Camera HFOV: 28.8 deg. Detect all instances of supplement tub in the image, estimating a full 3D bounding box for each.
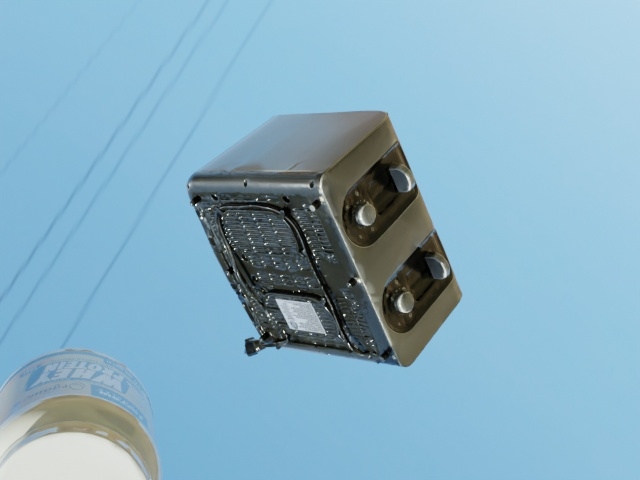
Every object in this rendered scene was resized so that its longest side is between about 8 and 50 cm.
[{"bbox_3d":[-0.204,0.181,1.026,0.144,0.144,0.199,26,-175,-15],"label":"supplement tub"}]

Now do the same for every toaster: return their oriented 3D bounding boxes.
[{"bbox_3d":[0.000,0.000,0.943,0.110,0.186,0.168,-42,-61,-34],"label":"toaster"}]
